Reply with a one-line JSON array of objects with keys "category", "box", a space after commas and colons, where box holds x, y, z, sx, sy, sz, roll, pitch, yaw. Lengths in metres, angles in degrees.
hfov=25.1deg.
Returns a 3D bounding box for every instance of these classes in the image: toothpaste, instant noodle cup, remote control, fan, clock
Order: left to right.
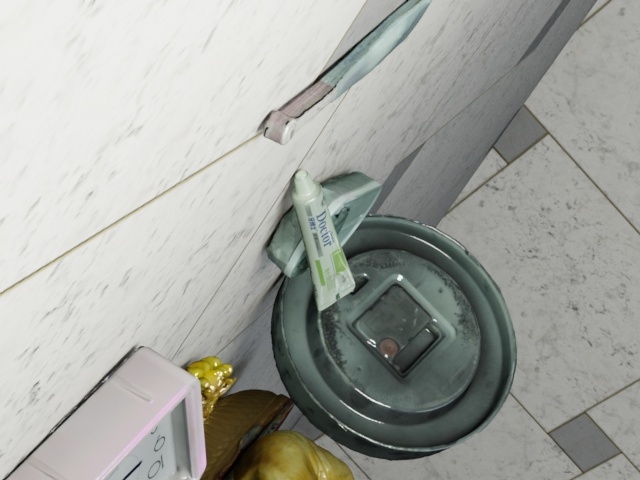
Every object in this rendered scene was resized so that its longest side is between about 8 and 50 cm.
[{"category": "clock", "box": [-0.180, 0.203, 1.205, 0.197, 0.063, 0.150, -46, 152, -35]}, {"category": "instant noodle cup", "box": [-0.148, 0.294, 2.008, 0.274, 0.091, 0.274, -51, 173, -9]}, {"category": "toothpaste", "box": [0.000, 0.000, 1.401, 0.048, 0.029, 0.197, -33, 141, -14]}, {"category": "remote control", "box": [0.007, -0.021, 1.539, 0.104, 0.052, 0.247, -55, 173, 14]}, {"category": "fan", "box": [0.028, -0.144, 1.159, 0.057, 0.023, 0.282, -55, 175, 36]}, {"category": "clock", "box": [0.088, 0.118, 1.746, 0.312, 0.312, 0.061, -48, 178, -33]}]

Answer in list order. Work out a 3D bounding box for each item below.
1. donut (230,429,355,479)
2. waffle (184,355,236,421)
[{"category": "donut", "box": [-0.077, 0.415, 1.860, 0.360, 0.170, 0.360, -62, -173, 14]}, {"category": "waffle", "box": [-0.182, 0.223, 1.561, 0.231, 0.051, 0.229, -54, 174, 23]}]
